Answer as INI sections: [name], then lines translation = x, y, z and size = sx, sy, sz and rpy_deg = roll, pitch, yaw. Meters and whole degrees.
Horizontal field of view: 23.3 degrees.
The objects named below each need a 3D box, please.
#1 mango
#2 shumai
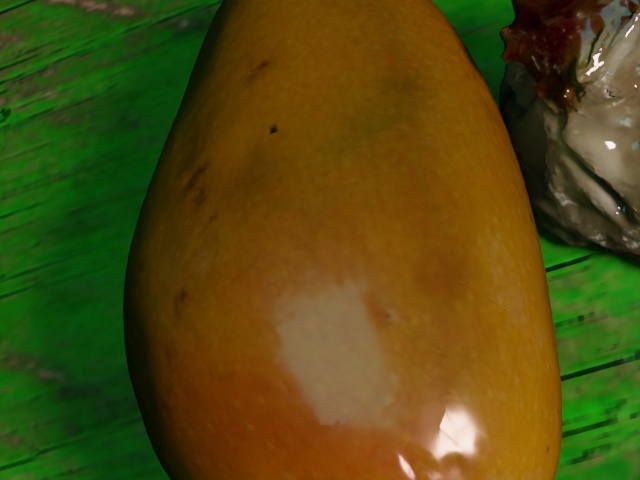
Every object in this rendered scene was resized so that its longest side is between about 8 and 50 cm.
[mango]
translation = 0.000, 0.000, 0.507
size = 0.138, 0.113, 0.253
rpy_deg = -27, 51, 23
[shumai]
translation = 0.107, -0.053, 0.498
size = 0.123, 0.087, 0.099
rpy_deg = 17, 70, 32
